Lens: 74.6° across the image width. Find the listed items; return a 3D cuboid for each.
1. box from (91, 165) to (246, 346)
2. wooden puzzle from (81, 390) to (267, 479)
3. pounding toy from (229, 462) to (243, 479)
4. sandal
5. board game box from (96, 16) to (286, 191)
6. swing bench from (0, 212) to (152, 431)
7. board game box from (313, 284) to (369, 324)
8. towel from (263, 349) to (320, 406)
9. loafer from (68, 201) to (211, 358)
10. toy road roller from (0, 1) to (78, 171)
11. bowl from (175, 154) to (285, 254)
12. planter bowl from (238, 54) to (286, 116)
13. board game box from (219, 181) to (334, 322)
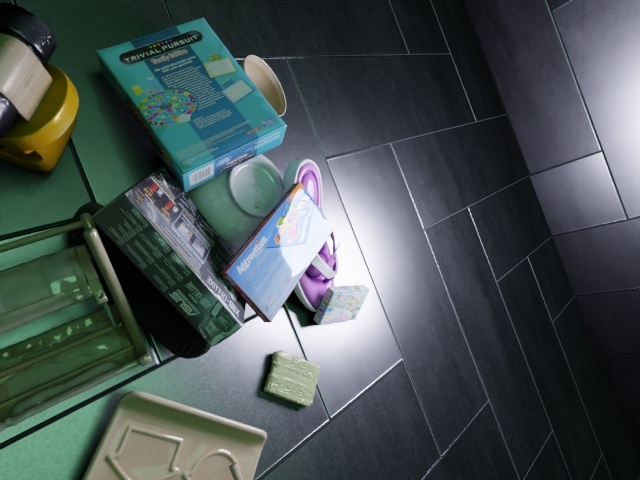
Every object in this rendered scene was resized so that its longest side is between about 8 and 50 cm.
[{"bbox_3d":[-0.261,0.019,0.817,0.307,0.076,0.242,54,7,-21],"label":"box"},{"bbox_3d":[-0.296,0.495,0.788,0.322,0.080,0.348,32,64,-27],"label":"wooden puzzle"},{"bbox_3d":[-0.204,0.557,0.747,0.183,0.110,0.237,60,27,-4],"label":"pounding toy"},{"bbox_3d":[-0.008,0.007,1.043,0.169,0.102,0.417,-39,126,-46],"label":"sandal"},{"bbox_3d":[-0.276,-0.307,0.922,0.253,0.079,0.336,-32,80,-24],"label":"board game box"},{"bbox_3d":[-0.445,0.123,0.666,0.253,0.165,0.255,-22,113,-25],"label":"swing bench"},{"bbox_3d":[0.059,0.172,1.135,0.154,0.026,0.104,4,115,-48],"label":"board game box"},{"bbox_3d":[-0.068,0.342,1.040,0.148,0.027,0.110,30,62,-30],"label":"towel"},{"bbox_3d":[-0.346,0.076,0.851,0.366,0.133,0.130,55,17,-13],"label":"loafer"},{"bbox_3d":[-0.586,-0.242,0.716,0.329,0.241,0.203,10,67,3],"label":"toy road roller"},{"bbox_3d":[-0.183,-0.109,1.007,0.297,0.134,0.298,12,70,-35],"label":"bowl"},{"bbox_3d":[-0.180,-0.375,1.085,0.162,0.109,0.162,39,41,-45],"label":"planter bowl"},{"bbox_3d":[-0.079,0.017,0.889,0.145,0.027,0.281,55,51,-26],"label":"board game box"}]
